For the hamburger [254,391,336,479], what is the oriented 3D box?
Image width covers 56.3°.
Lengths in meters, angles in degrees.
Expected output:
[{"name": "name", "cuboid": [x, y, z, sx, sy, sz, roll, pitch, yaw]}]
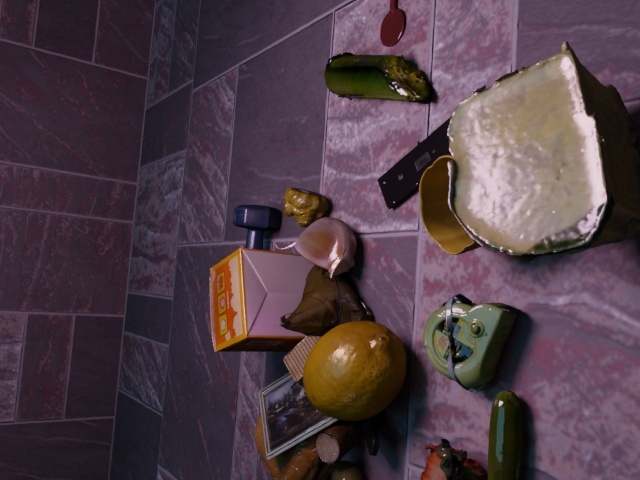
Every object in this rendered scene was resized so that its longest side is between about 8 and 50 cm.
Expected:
[{"name": "hamburger", "cuboid": [-0.076, 0.555, 1.693, 0.283, 0.144, 0.259, 42, 119, 54]}]

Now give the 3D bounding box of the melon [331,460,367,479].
[{"name": "melon", "cuboid": [0.077, 0.630, 1.495, 0.099, 0.099, 0.162, -54, 38, 35]}]

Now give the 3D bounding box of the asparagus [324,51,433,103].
[{"name": "asparagus", "cuboid": [0.155, -0.431, 1.579, 0.382, 0.108, 0.128, 24, 102, 52]}]

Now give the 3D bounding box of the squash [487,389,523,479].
[{"name": "squash", "cuboid": [0.359, 0.418, 1.161, 0.066, 0.066, 0.252, -2, 83, 55]}]

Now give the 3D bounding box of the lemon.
[{"name": "lemon", "cuboid": [0.082, 0.312, 1.433, 0.263, 0.236, 0.236, -12, 74, 47]}]

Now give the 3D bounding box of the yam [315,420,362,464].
[{"name": "yam", "cuboid": [0.050, 0.509, 1.531, 0.084, 0.127, 0.084, 6, 99, 37]}]

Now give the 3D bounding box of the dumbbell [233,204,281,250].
[{"name": "dumbbell", "cuboid": [-0.225, 0.043, 1.999, 0.144, 0.160, 0.325, 159, 117, -86]}]

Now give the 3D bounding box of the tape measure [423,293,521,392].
[{"name": "tape measure", "cuboid": [0.305, 0.207, 1.246, 0.175, 0.106, 0.200, 23, 105, 40]}]

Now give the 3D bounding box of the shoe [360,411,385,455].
[{"name": "shoe", "cuboid": [0.136, 0.459, 1.484, 0.179, 0.049, 0.071, -103, 22, -63]}]

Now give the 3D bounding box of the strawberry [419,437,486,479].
[{"name": "strawberry", "cuboid": [0.271, 0.537, 1.239, 0.188, 0.106, 0.286, -97, 17, -59]}]

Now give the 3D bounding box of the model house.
[{"name": "model house", "cuboid": [0.397, -0.113, 1.018, 0.261, 0.266, 0.321, -20, 69, 44]}]

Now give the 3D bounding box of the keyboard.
[{"name": "keyboard", "cuboid": [0.255, -0.195, 1.458, 0.317, 0.027, 0.106, -39, 57, 45]}]

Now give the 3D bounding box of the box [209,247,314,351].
[{"name": "box", "cuboid": [-0.152, 0.184, 1.743, 0.214, 0.283, 0.259, -31, 59, 47]}]

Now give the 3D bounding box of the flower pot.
[{"name": "flower pot", "cuboid": [0.323, -0.080, 1.188, 0.195, 0.179, 0.195, 34, 129, 57]}]

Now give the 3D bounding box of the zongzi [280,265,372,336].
[{"name": "zongzi", "cuboid": [-0.032, 0.146, 1.573, 0.123, 0.289, 0.260, -60, 40, 26]}]

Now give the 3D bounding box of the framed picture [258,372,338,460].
[{"name": "framed picture", "cuboid": [-0.048, 0.430, 1.623, 0.296, 0.019, 0.232, -34, 37, 14]}]

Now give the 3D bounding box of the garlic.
[{"name": "garlic", "cuboid": [-0.001, -0.001, 1.676, 0.266, 0.148, 0.128, 15, 117, 49]}]

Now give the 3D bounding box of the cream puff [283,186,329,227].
[{"name": "cream puff", "cuboid": [-0.050, -0.092, 1.781, 0.146, 0.146, 0.116, 33, 112, 53]}]

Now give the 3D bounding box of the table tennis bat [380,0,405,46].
[{"name": "table tennis bat", "cuboid": [0.196, -0.605, 1.627, 0.098, 0.019, 0.155, 0, 86, 56]}]

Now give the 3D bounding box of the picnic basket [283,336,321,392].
[{"name": "picnic basket", "cuboid": [-0.010, 0.320, 1.613, 0.164, 0.079, 0.115, -43, 36, 1]}]
